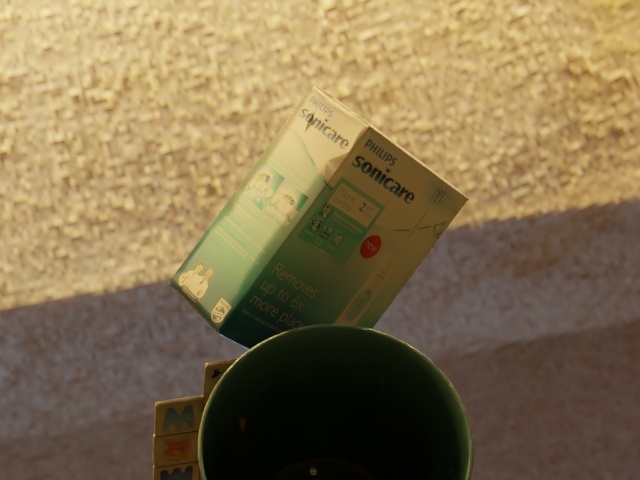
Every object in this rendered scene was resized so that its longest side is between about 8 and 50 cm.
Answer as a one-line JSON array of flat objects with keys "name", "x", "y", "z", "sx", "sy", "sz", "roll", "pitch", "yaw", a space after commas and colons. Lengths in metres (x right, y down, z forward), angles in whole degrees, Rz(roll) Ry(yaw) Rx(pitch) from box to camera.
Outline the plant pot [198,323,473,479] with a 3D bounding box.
[{"name": "plant pot", "x": 0.012, "y": 0.276, "z": 1.844, "sx": 0.293, "sy": 0.293, "sz": 0.235, "roll": -12, "pitch": -31, "yaw": -10}]

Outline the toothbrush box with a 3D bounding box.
[{"name": "toothbrush box", "x": 0.000, "y": 0.000, "z": 1.963, "sx": 0.295, "sy": 0.126, "sz": 0.216, "roll": -54, "pitch": -44, "yaw": 3}]

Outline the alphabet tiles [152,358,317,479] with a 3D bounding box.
[{"name": "alphabet tiles", "x": -0.062, "y": 0.253, "z": 2.003, "sx": 0.285, "sy": 0.011, "sz": 0.342, "roll": -7, "pitch": -45, "yaw": -14}]
